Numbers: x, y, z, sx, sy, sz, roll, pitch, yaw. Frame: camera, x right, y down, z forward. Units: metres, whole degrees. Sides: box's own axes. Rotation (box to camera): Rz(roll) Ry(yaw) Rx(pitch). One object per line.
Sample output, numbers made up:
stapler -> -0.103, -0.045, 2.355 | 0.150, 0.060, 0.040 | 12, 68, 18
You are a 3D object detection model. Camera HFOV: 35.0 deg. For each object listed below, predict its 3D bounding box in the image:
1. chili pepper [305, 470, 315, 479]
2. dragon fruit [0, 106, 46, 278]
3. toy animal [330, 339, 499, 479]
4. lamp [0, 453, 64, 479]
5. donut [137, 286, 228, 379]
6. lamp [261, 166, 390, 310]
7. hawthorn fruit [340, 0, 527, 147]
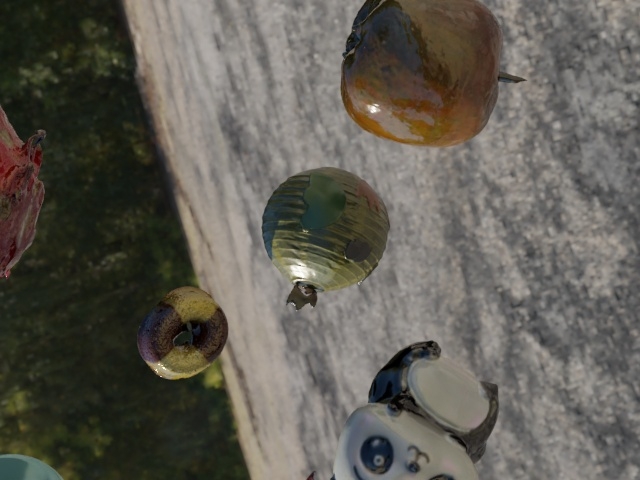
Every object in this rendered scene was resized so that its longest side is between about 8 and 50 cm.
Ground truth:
chili pepper -> -0.031, 0.412, 1.492 | 0.027, 0.045, 0.178 | -129, 45, -62
dragon fruit -> -0.552, -0.043, 1.484 | 0.371, 0.249, 0.386 | -56, 6, 20
toy animal -> 0.154, 0.351, 1.684 | 0.250, 0.310, 0.251 | 23, 142, 19
lamp -> -0.470, 0.449, 1.589 | 0.147, 0.284, 0.209 | 78, -149, -46
donut -> -0.257, 0.180, 1.951 | 0.166, 0.184, 0.073 | 62, 158, -12
lamp -> 0.000, 0.000, 1.931 | 0.250, 0.250, 0.284 | 113, 176, -73
hawthorn fruit -> 0.183, -0.274, 1.641 | 0.268, 0.300, 0.268 | 16, -90, -90
